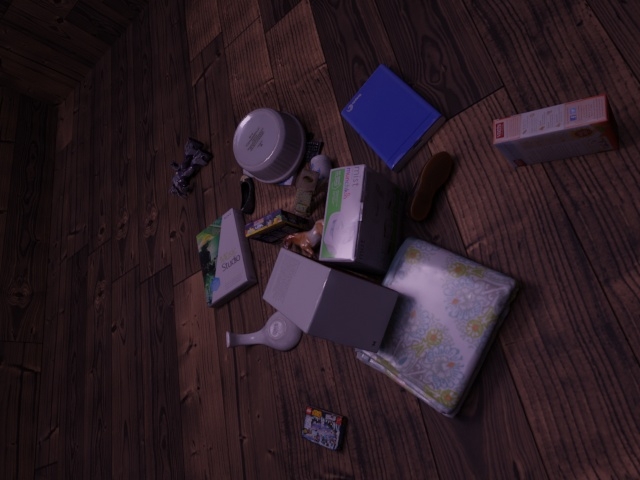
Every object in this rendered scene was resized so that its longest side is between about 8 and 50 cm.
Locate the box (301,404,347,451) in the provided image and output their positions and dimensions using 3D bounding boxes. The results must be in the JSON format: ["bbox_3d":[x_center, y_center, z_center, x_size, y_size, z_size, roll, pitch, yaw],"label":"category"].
[{"bbox_3d":[0.009,0.542,1.359,0.137,0.027,0.094,1,76,40],"label":"box"}]

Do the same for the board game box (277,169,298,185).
[{"bbox_3d":[-0.123,-0.245,1.713,0.090,0.020,0.090,9,84,41],"label":"board game box"}]

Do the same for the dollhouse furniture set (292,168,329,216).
[{"bbox_3d":[-0.002,-0.115,1.514,0.182,0.160,0.101,102,-177,-47],"label":"dollhouse furniture set"}]

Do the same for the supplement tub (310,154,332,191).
[{"bbox_3d":[0.008,-0.224,1.564,0.071,0.071,0.107,-26,61,31],"label":"supplement tub"}]

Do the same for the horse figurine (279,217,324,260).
[{"bbox_3d":[0.000,0.000,1.508,0.263,0.066,0.174,-39,61,28],"label":"horse figurine"}]

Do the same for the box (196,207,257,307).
[{"bbox_3d":[-0.367,0.066,1.798,0.232,0.058,0.322,-33,57,28],"label":"box"}]

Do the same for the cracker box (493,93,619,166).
[{"bbox_3d":[0.536,-0.243,1.071,0.232,0.155,0.067,-6,73,38],"label":"cracker box"}]

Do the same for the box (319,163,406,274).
[{"bbox_3d":[0.126,-0.046,1.305,0.126,0.231,0.262,-1,77,39],"label":"box"}]

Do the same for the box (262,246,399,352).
[{"bbox_3d":[0.013,0.150,1.275,0.345,0.215,0.168,19,88,64],"label":"box"}]

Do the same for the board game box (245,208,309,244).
[{"bbox_3d":[-0.148,-0.043,1.592,0.170,0.141,0.048,-21,64,33],"label":"board game box"}]

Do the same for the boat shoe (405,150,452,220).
[{"bbox_3d":[0.293,-0.152,1.305,0.207,0.073,0.073,-61,9,0],"label":"boat shoe"}]

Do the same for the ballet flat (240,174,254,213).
[{"bbox_3d":[-0.289,-0.182,1.812,0.057,0.049,0.173,-26,62,31],"label":"ballet flat"}]

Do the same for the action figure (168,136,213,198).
[{"bbox_3d":[-0.604,-0.312,2.087,0.285,0.099,0.185,-49,60,22],"label":"action figure"}]

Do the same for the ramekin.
[{"bbox_3d":[-0.194,-0.348,1.682,0.272,0.127,0.273,-5,80,31],"label":"ramekin"}]

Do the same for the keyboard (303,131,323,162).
[{"bbox_3d":[-0.065,-0.341,1.693,0.180,0.023,0.108,16,87,41],"label":"keyboard"}]

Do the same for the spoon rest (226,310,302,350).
[{"bbox_3d":[-0.180,0.310,1.568,0.276,0.084,0.137,-15,68,22],"label":"spoon rest"}]

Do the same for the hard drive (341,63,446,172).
[{"bbox_3d":[0.215,-0.387,1.460,0.210,0.040,0.319,-48,52,19],"label":"hard drive"}]

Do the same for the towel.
[{"bbox_3d":[0.280,0.209,1.198,0.320,0.090,0.375,27,95,39],"label":"towel"}]

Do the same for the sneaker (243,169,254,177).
[{"bbox_3d":[-0.241,-0.313,1.818,0.061,0.053,0.152,32,100,24],"label":"sneaker"}]
